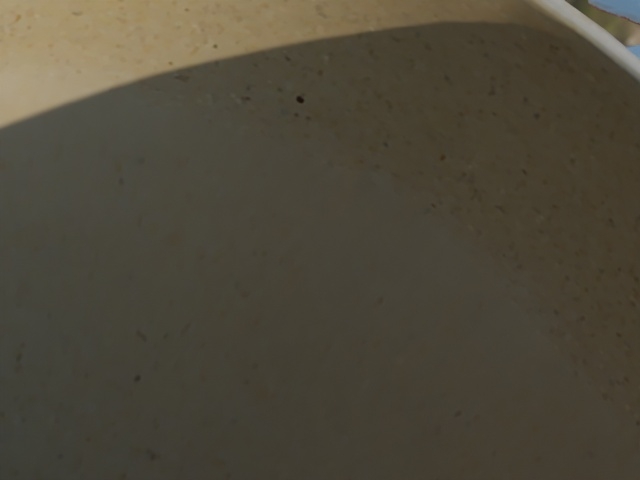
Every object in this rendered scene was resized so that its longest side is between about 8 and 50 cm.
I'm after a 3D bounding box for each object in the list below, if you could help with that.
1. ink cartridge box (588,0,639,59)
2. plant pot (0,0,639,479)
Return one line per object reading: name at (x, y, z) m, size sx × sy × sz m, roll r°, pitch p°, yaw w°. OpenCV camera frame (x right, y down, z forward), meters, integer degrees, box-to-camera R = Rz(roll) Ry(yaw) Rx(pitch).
ink cartridge box at (0.000, 0.000, 0.807) m, size 0.308 × 0.091 × 0.385 m, roll 25°, pitch 46°, yaw 33°
plant pot at (-0.056, 0.091, 0.354) m, size 0.284 × 0.191 × 0.284 m, roll 10°, pitch 54°, yaw -14°
